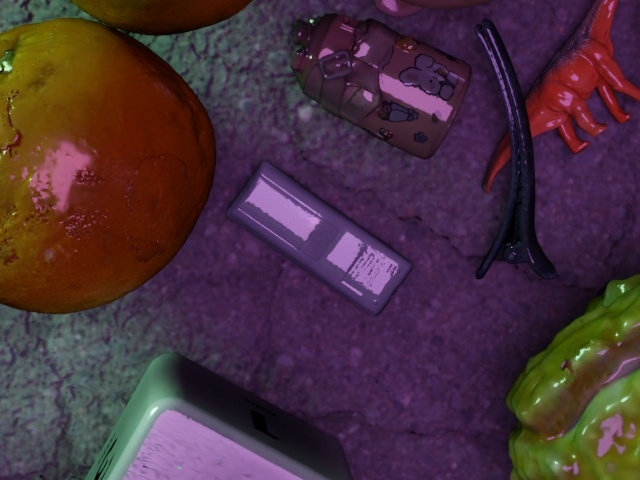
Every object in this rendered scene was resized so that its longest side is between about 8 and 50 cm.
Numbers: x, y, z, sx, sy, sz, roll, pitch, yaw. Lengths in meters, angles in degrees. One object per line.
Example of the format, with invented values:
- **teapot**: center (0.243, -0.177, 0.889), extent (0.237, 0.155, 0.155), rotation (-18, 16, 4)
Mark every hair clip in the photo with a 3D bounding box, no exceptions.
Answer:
- **hair clip**: center (0.159, -0.076, 1.685), extent (0.070, 0.039, 0.230), rotation (0, 109, 15)

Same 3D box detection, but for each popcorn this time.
- **popcorn**: center (0.286, 0.156, 1.654), extent (0.282, 0.247, 0.282), rotation (0, 90, 7)

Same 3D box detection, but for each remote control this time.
- **remote control**: center (0.000, 0.000, 1.713), extent (0.162, 0.029, 0.061), rotation (34, 96, -9)

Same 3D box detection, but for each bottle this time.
- **bottle**: center (0.041, -0.136, 1.665), extent (0.152, 0.099, 0.099), rotation (26, 96, -6)

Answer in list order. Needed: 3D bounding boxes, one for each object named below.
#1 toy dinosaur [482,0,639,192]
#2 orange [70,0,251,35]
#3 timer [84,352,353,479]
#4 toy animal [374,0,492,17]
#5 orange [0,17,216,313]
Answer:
- **toy dinosaur**: center (0.235, -0.144, 1.697), extent (0.279, 0.055, 0.101), rotation (-44, 93, 3)
- **orange**: center (-0.144, -0.258, 1.527), extent (0.240, 0.240, 0.171), rotation (34, 65, -8)
- **timer**: center (-0.095, 0.230, 1.657), extent (0.194, 0.195, 0.192), rotation (29, 95, -9)
- **toy animal**: center (0.083, -0.309, 1.600), extent (0.229, 0.210, 0.221), rotation (27, 67, -34)
- **orange**: center (-0.206, -0.059, 1.584), extent (0.240, 0.240, 0.240), rotation (-1, 98, -4)
